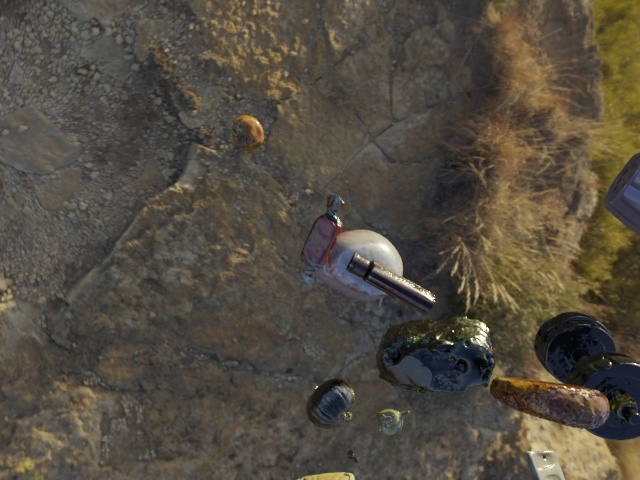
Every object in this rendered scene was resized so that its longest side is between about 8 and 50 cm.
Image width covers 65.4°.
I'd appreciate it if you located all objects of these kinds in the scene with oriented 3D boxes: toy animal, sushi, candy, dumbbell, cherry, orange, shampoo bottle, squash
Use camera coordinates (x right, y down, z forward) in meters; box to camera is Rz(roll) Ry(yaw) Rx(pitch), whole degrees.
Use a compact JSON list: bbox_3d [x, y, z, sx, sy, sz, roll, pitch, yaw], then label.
[{"bbox_3d":[0.275,0.677,1.870,0.137,0.098,0.098,-23,114,3],"label":"toy animal"},{"bbox_3d":[0.225,0.230,0.982,0.127,0.225,0.124,-45,127,-65],"label":"sushi"},{"bbox_3d":[0.001,0.000,1.466,0.059,0.086,0.292,-26,143,-64],"label":"candy"},{"bbox_3d":[0.626,0.297,1.145,0.185,0.388,0.185,1,104,5],"label":"dumbbell"},{"bbox_3d":[0.160,0.105,1.977,0.335,0.326,0.291,6,113,-59],"label":"cherry"},{"bbox_3d":[-0.172,-0.250,1.172,0.086,0.062,0.086,-1,125,-2],"label":"orange"},{"bbox_3d":[0.248,0.152,1.773,0.323,0.129,0.084,29,99,-1],"label":"shampoo bottle"},{"bbox_3d":[0.034,0.572,1.746,0.193,0.193,0.155,-21,77,-29],"label":"squash"}]

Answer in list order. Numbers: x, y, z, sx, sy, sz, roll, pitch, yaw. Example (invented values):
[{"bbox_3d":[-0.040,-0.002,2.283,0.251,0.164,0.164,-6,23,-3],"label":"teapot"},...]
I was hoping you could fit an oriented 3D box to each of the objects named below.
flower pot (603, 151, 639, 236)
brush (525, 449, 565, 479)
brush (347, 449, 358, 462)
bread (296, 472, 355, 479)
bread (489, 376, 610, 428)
[{"bbox_3d":[0.904,-0.107,1.304,0.265,0.243,0.265,-54,164,-23],"label":"flower pot"},{"bbox_3d":[0.308,0.428,0.603,0.060,0.050,0.320,10,56,-27],"label":"brush"},{"bbox_3d":[0.086,0.575,1.325,0.008,0.083,0.024,38,77,-6],"label":"brush"},{"bbox_3d":[0.002,0.702,1.292,0.192,0.210,0.109,-9,91,4],"label":"bread"},{"bbox_3d":[0.375,0.263,0.822,0.193,0.193,0.063,17,78,-35],"label":"bread"}]
